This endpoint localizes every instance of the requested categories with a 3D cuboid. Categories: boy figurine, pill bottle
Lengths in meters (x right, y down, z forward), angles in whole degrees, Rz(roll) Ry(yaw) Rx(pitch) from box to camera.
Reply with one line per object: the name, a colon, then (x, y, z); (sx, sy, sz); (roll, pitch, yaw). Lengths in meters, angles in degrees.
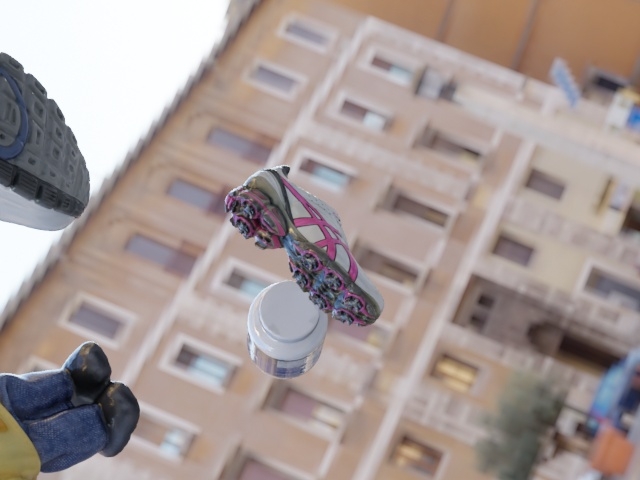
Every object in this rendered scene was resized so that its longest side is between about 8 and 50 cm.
boy figurine: (-0.302, 0.166, 1.589); (0.285, 0.177, 0.092); (-13, -31, -43)
pill bottle: (-0.040, 0.102, 2.182); (0.169, 0.094, 0.094); (101, -167, -73)

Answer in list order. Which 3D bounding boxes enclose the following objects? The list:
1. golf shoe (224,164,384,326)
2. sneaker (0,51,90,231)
golf shoe: (0.000, 0.000, 1.762); (0.086, 0.186, 0.067); (-38, -11, -34)
sneaker: (-0.295, -0.079, 1.237); (0.129, 0.297, 0.111); (-49, 23, 40)
